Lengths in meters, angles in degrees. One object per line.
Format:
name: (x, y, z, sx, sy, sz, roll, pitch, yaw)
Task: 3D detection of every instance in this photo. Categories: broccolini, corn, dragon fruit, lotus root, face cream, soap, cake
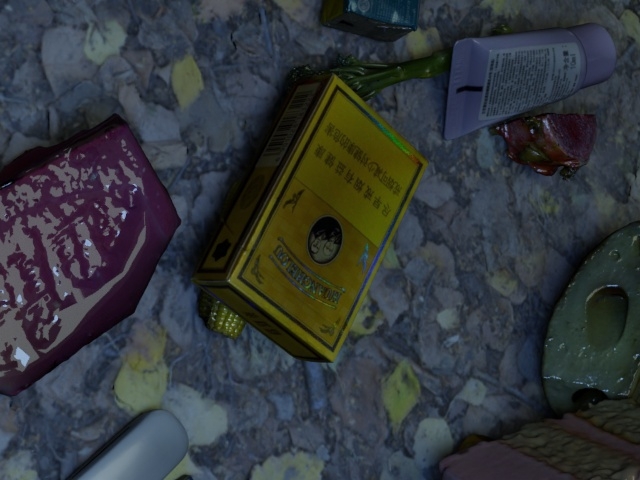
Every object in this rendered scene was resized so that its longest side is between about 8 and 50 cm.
broccolini: (0.111, -0.243, 1.885, 0.392, 0.079, 0.074, -21, 86, -37)
corn: (-0.101, 0.020, 1.722, 0.072, 0.072, 0.203, 19, 77, -28)
dragon fruit: (0.325, -0.129, 1.972, 0.147, 0.102, 0.096, -4, 90, -35)
lotus root: (0.418, 0.123, 1.990, 0.314, 0.142, 0.210, -63, 152, -24)
face cream: (0.288, -0.236, 1.955, 0.274, 0.096, 0.154, -17, 131, -29)
soap: (-0.317, 0.020, 1.562, 0.325, 0.127, 0.220, -35, 101, -27)
cake: (0.340, 0.395, 1.771, 0.307, 0.293, 0.314, -13, 105, -21)

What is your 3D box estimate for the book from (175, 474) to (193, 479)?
book: (-0.169, 0.446, 1.672, 0.191, 0.025, 0.269, -35, 103, -29)

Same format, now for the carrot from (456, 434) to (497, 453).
carrot: (0.316, 0.359, 1.947, 0.314, 0.066, 0.066, 33, 70, -27)

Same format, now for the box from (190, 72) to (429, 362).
box: (-0.007, -0.027, 1.700, 0.193, 0.084, 0.301, 39, 66, -31)

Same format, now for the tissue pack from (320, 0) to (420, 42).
tissue pack: (0.070, -0.360, 1.844, 0.120, 0.082, 0.169, 10, 81, -29)

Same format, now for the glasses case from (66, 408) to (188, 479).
glasses case: (-0.236, 0.276, 1.630, 0.193, 0.049, 0.074, -43, 107, -27)
